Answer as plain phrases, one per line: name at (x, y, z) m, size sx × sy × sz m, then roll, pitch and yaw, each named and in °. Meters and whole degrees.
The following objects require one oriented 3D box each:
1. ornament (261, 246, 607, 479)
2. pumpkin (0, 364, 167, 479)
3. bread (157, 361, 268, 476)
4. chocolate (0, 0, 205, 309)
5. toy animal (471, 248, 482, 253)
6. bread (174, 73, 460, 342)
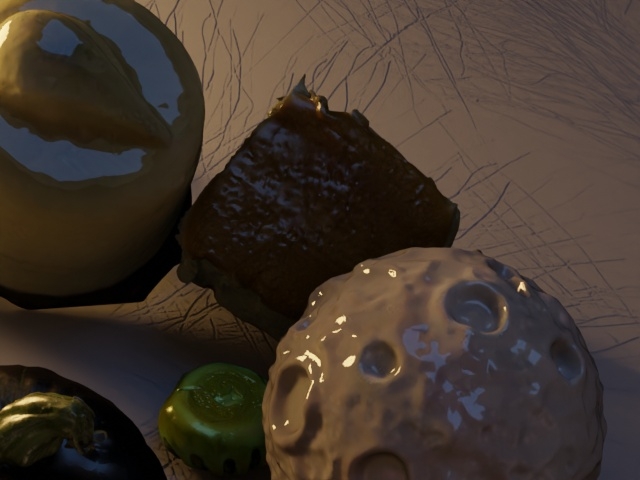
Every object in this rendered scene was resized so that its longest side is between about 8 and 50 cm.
ornament at (0.112, 0.162, 1.753) m, size 0.337 × 0.337 × 0.337 m, roll 14°, pitch 34°, yaw -10°
pumpkin at (-0.270, 0.215, 1.543) m, size 0.296 × 0.296 × 0.296 m, roll 14°, pitch 34°, yaw -10°
bread at (-0.103, 0.185, 1.854) m, size 0.130 × 0.071 × 0.139 m, roll 12°, pitch 36°, yaw -8°
chocolate at (-0.254, -0.112, 1.908) m, size 0.326 × 0.297 × 0.314 m, roll 0°, pitch 72°, yaw -29°
toy animal at (0.211, 0.075, 2.171) m, size 0.150 × 0.089 × 0.083 m, roll 16°, pitch 29°, yaw -23°
bread at (0.000, 0.000, 1.971) m, size 0.279 × 0.250 × 0.225 m, roll 37°, pitch -9°, yaw -7°
